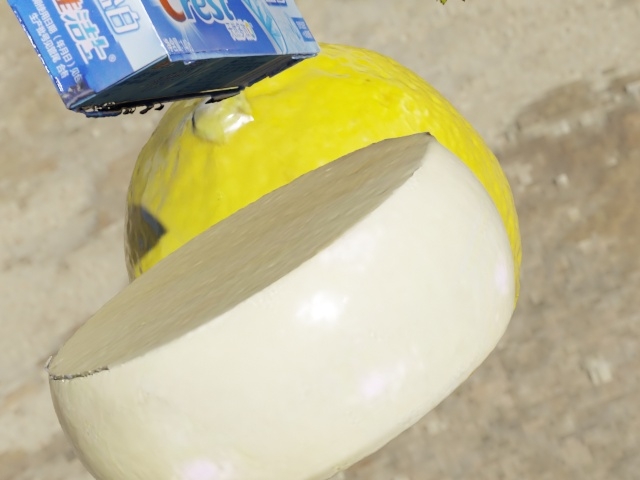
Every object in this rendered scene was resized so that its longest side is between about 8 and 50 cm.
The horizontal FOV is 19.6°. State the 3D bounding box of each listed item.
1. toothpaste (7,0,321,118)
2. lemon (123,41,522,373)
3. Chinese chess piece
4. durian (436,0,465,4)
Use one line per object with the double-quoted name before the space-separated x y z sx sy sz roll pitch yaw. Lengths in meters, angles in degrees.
"toothpaste" -0.061 -0.099 0.832 0.053 0.066 0.272 -26 0 14
"lemon" 0.001 0.001 1.493 0.336 0.336 0.336 -17 34 12
"Chinese chess piece" -0.019 0.044 0.957 0.251 0.097 0.251 -29 12 7
"durian" 0.088 -0.305 1.387 0.224 0.291 0.291 -20 33 22
